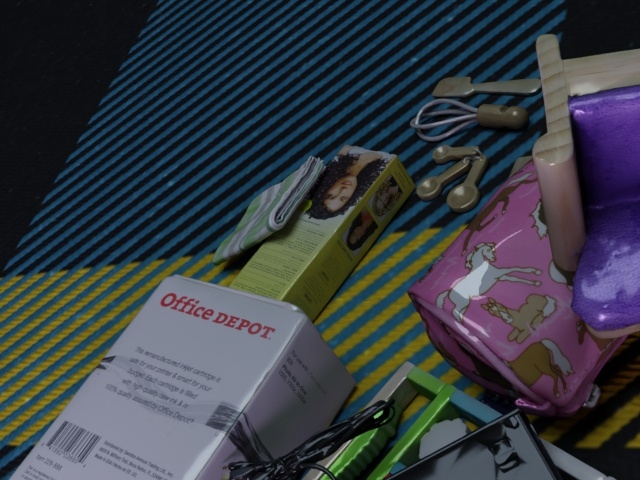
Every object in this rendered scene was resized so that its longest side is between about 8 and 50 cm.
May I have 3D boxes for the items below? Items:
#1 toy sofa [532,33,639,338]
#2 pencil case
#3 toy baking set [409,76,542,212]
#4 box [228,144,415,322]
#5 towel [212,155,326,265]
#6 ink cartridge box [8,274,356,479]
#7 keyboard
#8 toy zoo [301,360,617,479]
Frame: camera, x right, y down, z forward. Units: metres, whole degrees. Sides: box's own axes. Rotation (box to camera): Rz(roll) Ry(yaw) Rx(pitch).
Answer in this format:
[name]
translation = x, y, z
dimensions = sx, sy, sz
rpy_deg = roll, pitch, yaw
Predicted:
[toy sofa]
translation = 0.333, -0.058, 0.720
dimensions = 0.363, 0.150, 0.177
rpy_deg = -7, 57, 14
[pencil case]
translation = 0.255, -0.023, 0.906
dimensions = 0.386, 0.167, 0.160
rpy_deg = -46, 21, -11
[toy baking set]
translation = 0.190, -0.129, 1.164
dimensions = 0.197, 0.030, 0.256
rpy_deg = -19, 41, 20
[box]
translation = 0.000, 0.000, 1.148
dimensions = 0.087, 0.058, 0.232
rpy_deg = 16, 61, 45
[towel]
translation = -0.063, -0.033, 1.199
dimensions = 0.152, 0.023, 0.113
rpy_deg = -28, 22, 53
[ink cartridge box]
translation = -0.133, 0.190, 0.995
dimensions = 0.211, 0.121, 0.289
rpy_deg = 13, 58, 43
[keyboard]
translation = 0.031, 0.228, 0.835
dimensions = 0.317, 0.033, 0.201
rpy_deg = -30, 59, 6
[toy zoo]
translation = 0.111, 0.228, 0.852
dimensions = 0.192, 0.030, 0.293
rpy_deg = -47, 40, -14
